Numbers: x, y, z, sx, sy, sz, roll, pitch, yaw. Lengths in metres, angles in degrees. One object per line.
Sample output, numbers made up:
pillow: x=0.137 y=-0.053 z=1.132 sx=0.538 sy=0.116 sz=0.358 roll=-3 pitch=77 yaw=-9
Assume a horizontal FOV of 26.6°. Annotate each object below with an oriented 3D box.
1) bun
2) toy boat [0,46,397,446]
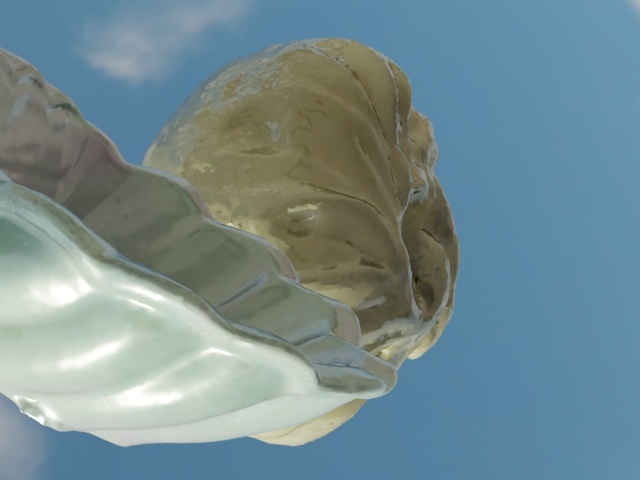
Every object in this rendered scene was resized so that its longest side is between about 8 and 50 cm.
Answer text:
bun: x=0.000 y=0.000 z=1.177 sx=0.359 sy=0.211 sz=0.360 roll=-7 pitch=-82 yaw=-55
toy boat: x=-0.106 y=0.005 z=0.568 sx=0.290 sy=0.100 sz=0.199 roll=39 pitch=-172 yaw=22
